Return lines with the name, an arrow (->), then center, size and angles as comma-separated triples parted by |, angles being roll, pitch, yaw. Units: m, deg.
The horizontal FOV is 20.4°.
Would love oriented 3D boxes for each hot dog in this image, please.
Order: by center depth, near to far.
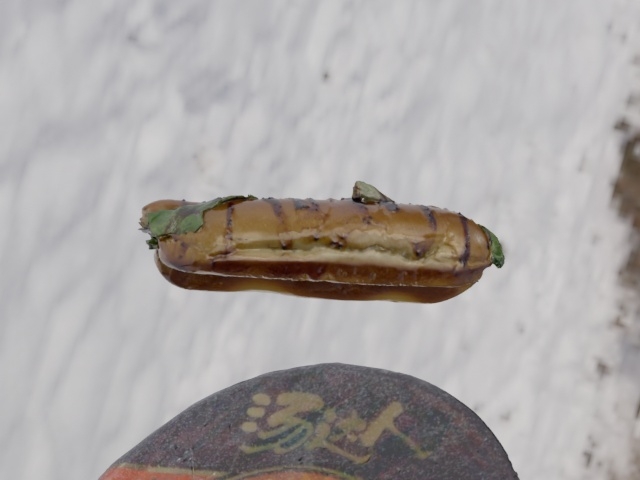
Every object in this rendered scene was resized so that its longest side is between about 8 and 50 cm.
hot dog -> 0.000, 0.000, 0.593 | 0.049, 0.122, 0.037 | 123, -29, -69

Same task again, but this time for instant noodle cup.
instant noodle cup -> 0.010, 0.120, 0.451 | 0.135, 0.127, 0.127 | 64, 37, -42
